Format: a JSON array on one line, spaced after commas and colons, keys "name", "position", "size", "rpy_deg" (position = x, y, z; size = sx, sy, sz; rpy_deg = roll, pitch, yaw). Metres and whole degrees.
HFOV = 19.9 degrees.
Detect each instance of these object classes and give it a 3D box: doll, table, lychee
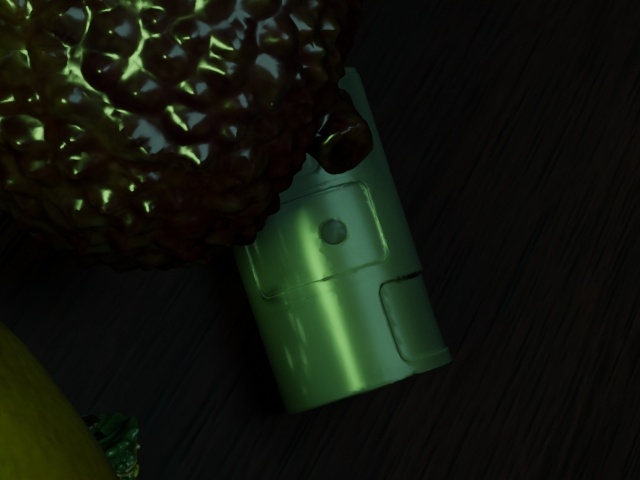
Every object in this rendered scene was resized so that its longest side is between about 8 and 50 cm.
[{"name": "doll", "position": [-0.147, 0.163, 1.141], "size": [0.078, 0.076, 0.113], "rpy_deg": [-49, 143, -52]}, {"name": "table", "position": [0.000, 0.000, 1.290], "size": [0.126, 0.126, 0.220], "rpy_deg": [-16, 87, -47]}, {"name": "lychee", "position": [-0.113, -0.137, 1.110], "size": [0.330, 0.306, 0.306], "rpy_deg": [28, 52, -5]}]

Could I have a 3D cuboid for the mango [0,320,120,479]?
[{"name": "mango", "position": [-0.190, 0.203, 0.911], "size": [0.232, 0.300, 0.446], "rpy_deg": [-39, 119, -26]}]
